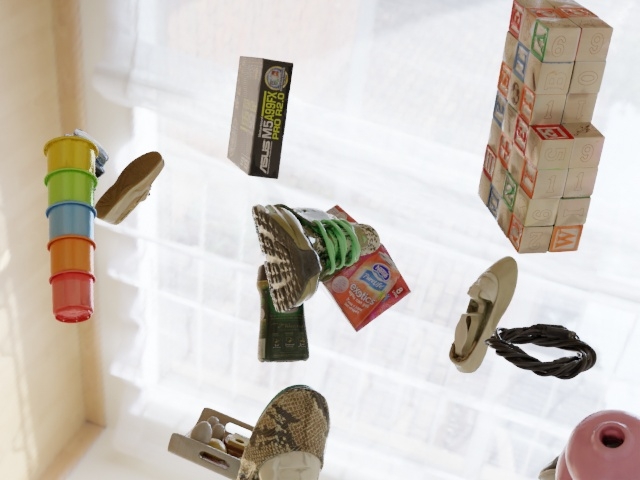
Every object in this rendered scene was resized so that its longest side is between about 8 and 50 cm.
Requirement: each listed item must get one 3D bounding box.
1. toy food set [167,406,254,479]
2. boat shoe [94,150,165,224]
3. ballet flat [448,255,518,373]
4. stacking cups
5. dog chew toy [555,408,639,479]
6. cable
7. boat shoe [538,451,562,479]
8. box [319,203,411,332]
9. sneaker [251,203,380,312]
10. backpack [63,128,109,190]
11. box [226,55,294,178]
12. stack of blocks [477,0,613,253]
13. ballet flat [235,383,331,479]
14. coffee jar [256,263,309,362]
[{"bbox_3d":[-0.217,0.476,1.979,0.306,0.219,0.092,-7,118,-84],"label":"toy food set"},{"bbox_3d":[-0.355,-0.098,1.585,0.170,0.063,0.059,-44,144,2],"label":"boat shoe"},{"bbox_3d":[0.311,0.137,1.614,0.086,0.086,0.249,44,66,-76],"label":"ballet flat"},{"bbox_3d":[-0.417,-0.016,1.395,0.096,0.096,0.316,76,6,-67],"label":"stacking cups"},{"bbox_3d":[0.431,0.353,1.188,0.207,0.206,0.332,-66,147,-30],"label":"dog chew toy"},{"bbox_3d":[0.373,0.191,1.429,0.150,0.184,0.047,-80,174,-66],"label":"cable"},{"bbox_3d":[0.529,0.458,1.718,0.206,0.075,0.065,-46,-160,52],"label":"boat shoe"},{"bbox_3d":[0.048,0.045,1.562,0.123,0.128,0.257,57,-5,-26],"label":"box"},{"bbox_3d":[0.000,0.000,1.254,0.410,0.182,0.158,-124,-161,-84],"label":"sneaker"},{"bbox_3d":[-0.466,-0.164,1.620,0.084,0.105,0.114,-50,-153,1],"label":"backpack"},{"bbox_3d":[-0.123,-0.246,1.622,0.270,0.060,0.216,-137,-125,-70],"label":"box"},{"bbox_3d":[0.299,-0.152,1.109,0.171,0.087,0.297,-108,-162,-57],"label":"stack of blocks"},{"bbox_3d":[-0.093,0.490,1.616,0.182,0.164,0.483,-104,-147,-45],"label":"ballet flat"},{"bbox_3d":[-0.071,0.133,1.543,0.079,0.096,0.185,155,-65,-72],"label":"coffee jar"}]
